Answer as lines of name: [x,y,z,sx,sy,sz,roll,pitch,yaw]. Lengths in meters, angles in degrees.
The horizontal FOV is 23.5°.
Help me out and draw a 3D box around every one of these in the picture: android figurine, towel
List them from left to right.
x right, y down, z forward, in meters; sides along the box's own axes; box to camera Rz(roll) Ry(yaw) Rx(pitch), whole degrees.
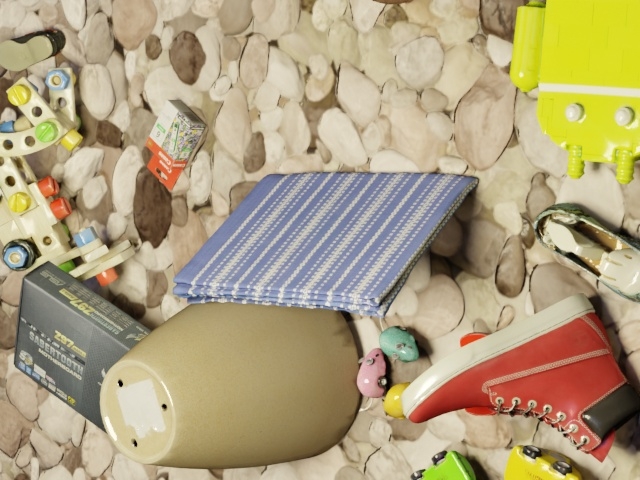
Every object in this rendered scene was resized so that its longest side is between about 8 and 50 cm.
towel: [0.000,0.000,1.871,0.336,0.243,0.040,3,132,39]
android figurine: [0.320,-0.199,1.685,0.248,0.056,0.273,11,97,39]

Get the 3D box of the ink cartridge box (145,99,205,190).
ink cartridge box: [-0.210,-0.132,2.141,0.063,0.029,0.115,44,118,29]

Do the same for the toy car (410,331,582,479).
toy car: [0.188,0.253,1.814,0.225,0.053,0.239,-44,65,32]

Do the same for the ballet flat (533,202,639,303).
ballet flat: [0.311,0.019,1.695,0.188,0.070,0.070,31,111,34]

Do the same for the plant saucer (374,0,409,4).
plant saucer: [0.084,-0.390,1.883,0.198,0.036,0.199,3,95,39]

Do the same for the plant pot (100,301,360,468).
plant pot: [-0.133,0.180,1.917,0.256,0.274,0.256,8,103,38]

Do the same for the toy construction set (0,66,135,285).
toy construction set: [-0.393,-0.070,2.234,0.215,0.151,0.328,-26,82,12]

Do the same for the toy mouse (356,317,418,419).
toy mouse: [0.078,0.153,1.896,0.161,0.031,0.143,-40,54,52]

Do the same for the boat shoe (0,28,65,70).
boat shoe: [-0.438,-0.287,2.317,0.133,0.042,0.049,-8,108,39]

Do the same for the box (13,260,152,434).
box: [-0.326,0.161,2.165,0.232,0.059,0.183,32,132,19]

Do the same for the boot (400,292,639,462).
boot: [0.225,0.187,1.699,0.244,0.088,0.176,-25,75,-1]
